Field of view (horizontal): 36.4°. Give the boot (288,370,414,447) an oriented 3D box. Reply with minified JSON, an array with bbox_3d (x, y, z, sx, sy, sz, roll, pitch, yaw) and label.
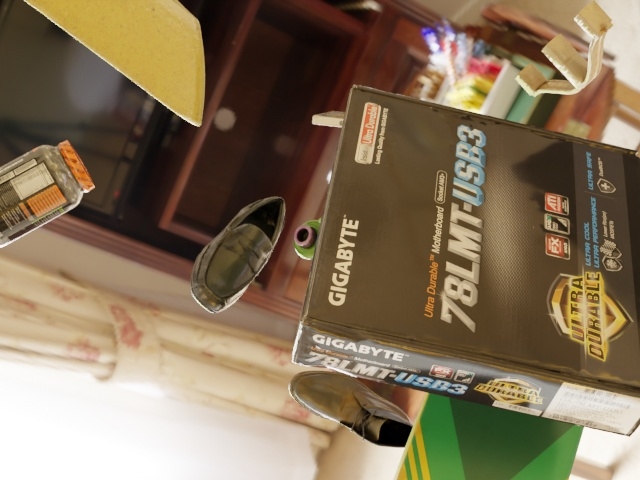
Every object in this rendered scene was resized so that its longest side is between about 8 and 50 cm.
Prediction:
[{"bbox_3d":[0.060,0.266,1.536,0.082,0.219,0.106,-68,20,-3],"label":"boot"}]

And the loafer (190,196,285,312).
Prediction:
[{"bbox_3d":[-0.104,0.010,1.278,0.078,0.076,0.223,-41,12,35],"label":"loafer"}]

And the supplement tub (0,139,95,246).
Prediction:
[{"bbox_3d":[-0.476,-0.081,1.598,0.190,0.117,0.117,-30,23,-8],"label":"supplement tub"}]

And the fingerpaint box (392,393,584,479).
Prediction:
[{"bbox_3d":[0.162,0.293,1.103,0.445,0.163,0.371,89,-157,-66],"label":"fingerpaint box"}]

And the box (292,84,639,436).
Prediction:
[{"bbox_3d":[0.144,0.006,0.871,0.073,0.293,0.296,106,178,-49],"label":"box"}]

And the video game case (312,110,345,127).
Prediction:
[{"bbox_3d":[0.061,-0.133,1.102,0.087,0.122,0.011,-35,-48,-70],"label":"video game case"}]

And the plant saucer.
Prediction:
[{"bbox_3d":[-0.252,-0.277,0.957,0.081,0.332,0.333,-50,29,6],"label":"plant saucer"}]

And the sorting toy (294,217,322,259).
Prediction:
[{"bbox_3d":[0.000,0.000,1.189,0.102,0.042,0.061,29,91,37],"label":"sorting toy"}]

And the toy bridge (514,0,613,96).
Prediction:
[{"bbox_3d":[0.275,-0.197,1.069,0.026,0.063,0.188,-41,-2,-15],"label":"toy bridge"}]
